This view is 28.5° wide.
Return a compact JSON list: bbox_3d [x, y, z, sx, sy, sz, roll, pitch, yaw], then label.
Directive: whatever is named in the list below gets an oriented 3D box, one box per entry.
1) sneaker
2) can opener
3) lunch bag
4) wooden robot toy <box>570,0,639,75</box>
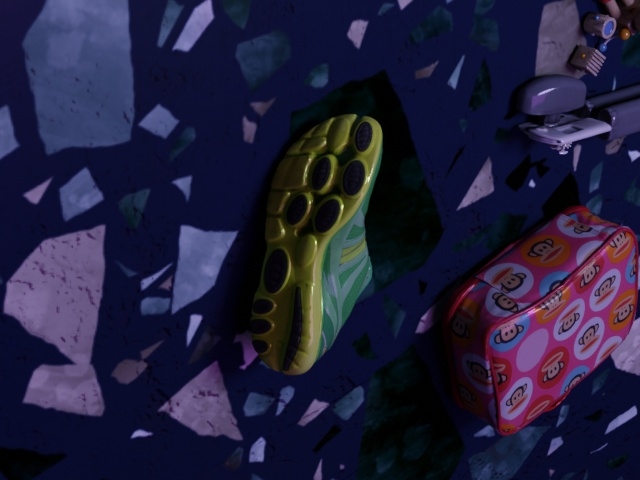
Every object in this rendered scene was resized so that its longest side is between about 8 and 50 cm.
[{"bbox_3d":[0.000,0.000,1.383,0.123,0.109,0.295,-12,121,-64],"label":"sneaker"},{"bbox_3d":[0.366,-0.171,1.618,0.280,0.074,0.093,-13,120,-37],"label":"can opener"},{"bbox_3d":[0.303,0.119,1.690,0.293,0.120,0.258,-33,132,-25],"label":"lunch bag"},{"bbox_3d":[0.389,-0.279,1.575,0.173,0.079,0.076,-50,136,-9],"label":"wooden robot toy"}]
